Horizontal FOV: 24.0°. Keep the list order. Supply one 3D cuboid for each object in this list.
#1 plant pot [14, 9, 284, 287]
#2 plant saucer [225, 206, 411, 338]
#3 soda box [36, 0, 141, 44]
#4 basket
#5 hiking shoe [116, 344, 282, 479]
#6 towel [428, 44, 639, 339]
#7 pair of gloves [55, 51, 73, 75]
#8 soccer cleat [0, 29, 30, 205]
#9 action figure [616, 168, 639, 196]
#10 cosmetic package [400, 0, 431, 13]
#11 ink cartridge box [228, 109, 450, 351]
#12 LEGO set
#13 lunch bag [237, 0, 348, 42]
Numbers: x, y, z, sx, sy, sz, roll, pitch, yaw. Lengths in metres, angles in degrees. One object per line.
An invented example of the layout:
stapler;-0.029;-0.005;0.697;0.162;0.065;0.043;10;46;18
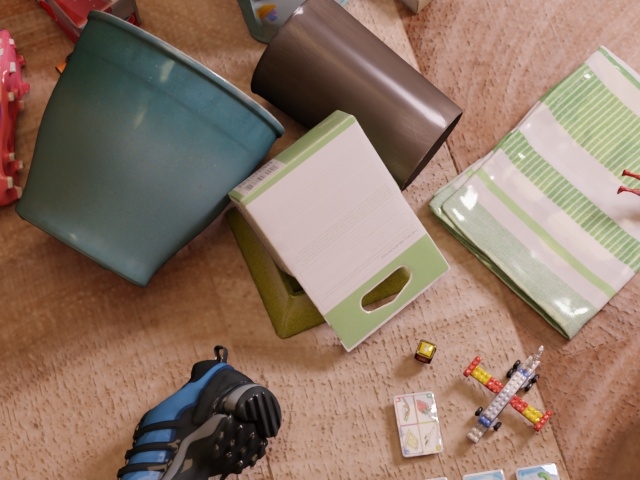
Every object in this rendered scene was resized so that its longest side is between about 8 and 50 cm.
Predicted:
plant pot;-0.225;-0.095;1.792;0.272;0.271;0.255;31;86;13
plant saucer;0.000;0.000;1.851;0.188;0.045;0.188;-22;69;-7
soda box;-0.353;-0.365;1.986;0.092;0.083;0.263;-37;68;-13
basket;0.050;-0.178;1.857;0.227;0.204;0.154;38;90;6
hiking shoe;-0.179;0.268;1.732;0.304;0.113;0.132;-44;43;-8
towel;0.328;-0.070;1.874;0.325;0.038;0.248;-43;73;-15
pair of gloves;-0.298;-0.222;1.970;0.074;0.010;0.083;-40;70;-15
soccer cleat;-0.426;-0.157;1.913;0.095;0.083;0.248;-5;70;5
action figure;0.422;-0.057;1.834;0.115;0.030;0.038;17;77;2
cosmetic package;0.147;-0.362;1.997;0.115;0.041;0.060;-43;73;-14
ink cartridge box;0.025;-0.011;1.786;0.171;0.056;0.235;-38;112;-11
LEGO set;0.182;0.223;1.749;0.183;0.060;0.244;-7;67;-5
lunch bag;-0.023;-0.400;1.920;0.160;0.223;0.262;39;76;22
